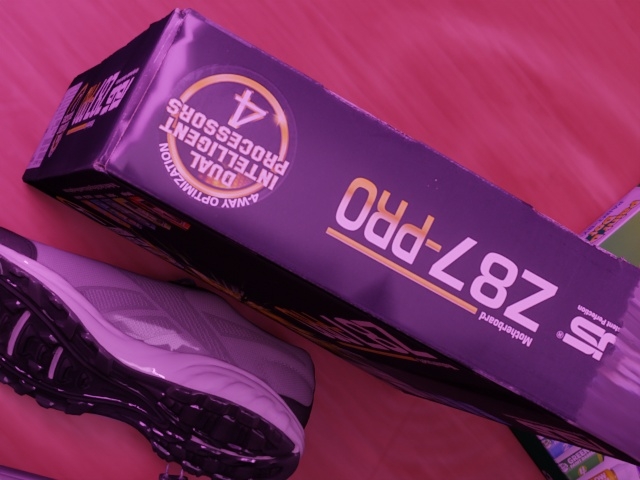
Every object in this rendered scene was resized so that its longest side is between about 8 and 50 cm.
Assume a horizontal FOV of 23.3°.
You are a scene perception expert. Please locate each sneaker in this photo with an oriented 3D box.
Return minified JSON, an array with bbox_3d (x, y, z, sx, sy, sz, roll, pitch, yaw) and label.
[{"bbox_3d":[-0.127,0.063,1.029,0.272,0.100,0.108,29,43,-5],"label":"sneaker"}]

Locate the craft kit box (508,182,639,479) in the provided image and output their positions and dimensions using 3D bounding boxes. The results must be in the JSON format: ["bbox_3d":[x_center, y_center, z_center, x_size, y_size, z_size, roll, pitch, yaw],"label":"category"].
[{"bbox_3d":[0.264,0.098,1.152,0.247,0.061,0.250,-40,101,-15],"label":"craft kit box"}]

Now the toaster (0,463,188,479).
[{"bbox_3d":[-0.184,0.235,0.987,0.146,0.129,0.227,20,84,-13],"label":"toaster"}]

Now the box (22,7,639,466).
[{"bbox_3d":[0.000,0.000,0.900,0.318,0.395,0.097,28,83,-15],"label":"box"}]
